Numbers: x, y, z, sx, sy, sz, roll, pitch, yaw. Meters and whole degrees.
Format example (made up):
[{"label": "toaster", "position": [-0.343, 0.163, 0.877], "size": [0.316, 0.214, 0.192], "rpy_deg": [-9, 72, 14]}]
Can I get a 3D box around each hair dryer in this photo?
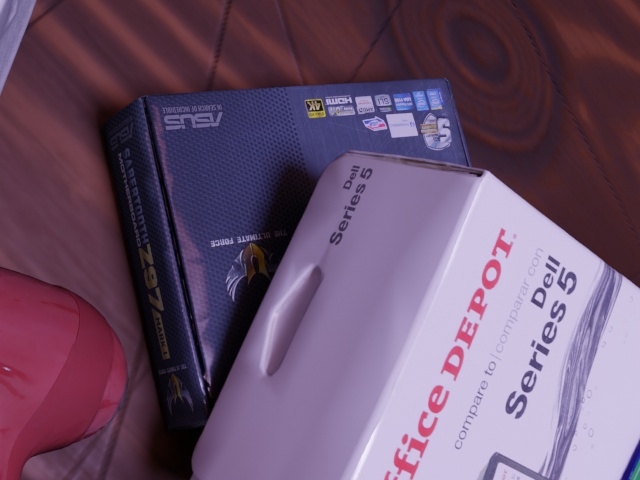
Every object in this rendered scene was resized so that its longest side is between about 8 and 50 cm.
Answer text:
[{"label": "hair dryer", "position": [-0.128, 0.108, 0.446], "size": [0.294, 0.080, 0.224], "rpy_deg": [58, 18, -20]}]

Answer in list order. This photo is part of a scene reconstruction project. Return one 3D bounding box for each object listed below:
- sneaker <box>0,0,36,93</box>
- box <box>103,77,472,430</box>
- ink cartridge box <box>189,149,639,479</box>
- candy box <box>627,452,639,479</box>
[{"label": "sneaker", "position": [-0.234, -0.082, 0.506], "size": [0.146, 0.104, 0.296], "rpy_deg": [20, 78, -8]}, {"label": "box", "position": [0.000, 0.000, 0.652], "size": [0.232, 0.059, 0.184], "rpy_deg": [-9, 84, -35]}, {"label": "ink cartridge box", "position": [0.092, 0.100, 0.594], "size": [0.272, 0.114, 0.198], "rpy_deg": [31, 79, -37]}, {"label": "candy box", "position": [0.269, 0.214, 0.604], "size": [0.268, 0.122, 0.317], "rpy_deg": [39, 73, -35]}]
